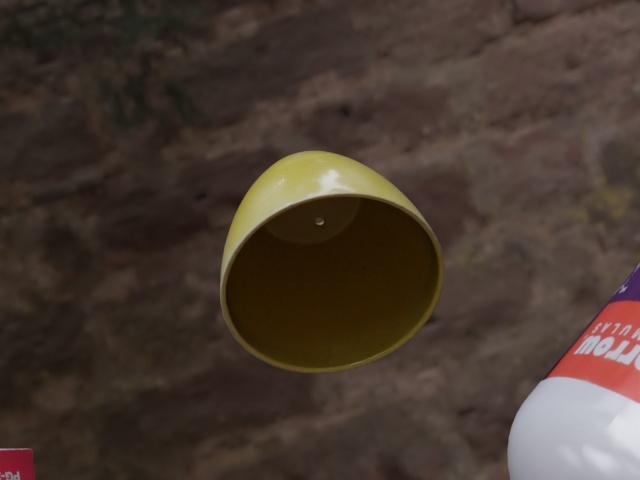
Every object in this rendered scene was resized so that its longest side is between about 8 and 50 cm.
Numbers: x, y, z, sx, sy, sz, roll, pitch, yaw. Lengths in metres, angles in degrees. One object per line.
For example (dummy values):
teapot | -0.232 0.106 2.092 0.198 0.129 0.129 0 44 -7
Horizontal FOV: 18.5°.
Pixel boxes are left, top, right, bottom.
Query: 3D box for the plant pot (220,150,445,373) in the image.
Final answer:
plant pot | 0.000 0.000 1.192 0.134 0.095 0.134 -6 -54 -8

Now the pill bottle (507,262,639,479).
pill bottle | 0.199 0.060 0.764 0.323 0.181 0.181 -48 -8 -15

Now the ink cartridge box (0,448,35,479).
ink cartridge box | -0.215 0.202 1.130 0.109 0.150 0.063 -16 -14 35
